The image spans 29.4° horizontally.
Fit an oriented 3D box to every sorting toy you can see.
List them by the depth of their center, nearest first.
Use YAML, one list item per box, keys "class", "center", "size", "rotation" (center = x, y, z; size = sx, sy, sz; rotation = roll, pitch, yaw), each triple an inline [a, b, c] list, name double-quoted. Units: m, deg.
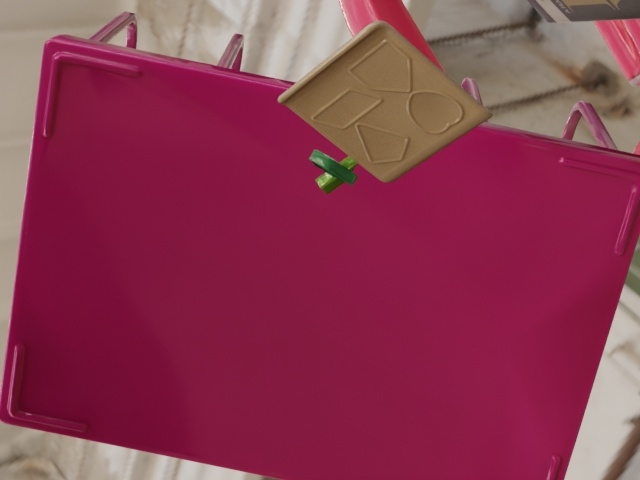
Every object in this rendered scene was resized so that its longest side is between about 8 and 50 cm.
- class: "sorting toy"
  center: [0.016, -0.046, 0.461]
  size: [0.062, 0.012, 0.083]
  rotation: [33, -44, -25]

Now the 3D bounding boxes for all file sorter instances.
- class: "file sorter"
  center: [0.000, 0.000, 0.677]
  size: [0.182, 0.290, 0.202]
  rotation: [-81, 3, -70]

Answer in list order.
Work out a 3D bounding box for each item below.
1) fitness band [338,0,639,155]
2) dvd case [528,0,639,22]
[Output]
- class: "fitness band"
  center: [0.131, -0.144, 0.831]
  size: [0.209, 0.291, 0.054]
  rotation: [-30, -3, -22]
- class: "dvd case"
  center: [0.118, -0.152, 0.513]
  size: [0.164, 0.221, 0.018]
  rotation: [40, -101, -26]
